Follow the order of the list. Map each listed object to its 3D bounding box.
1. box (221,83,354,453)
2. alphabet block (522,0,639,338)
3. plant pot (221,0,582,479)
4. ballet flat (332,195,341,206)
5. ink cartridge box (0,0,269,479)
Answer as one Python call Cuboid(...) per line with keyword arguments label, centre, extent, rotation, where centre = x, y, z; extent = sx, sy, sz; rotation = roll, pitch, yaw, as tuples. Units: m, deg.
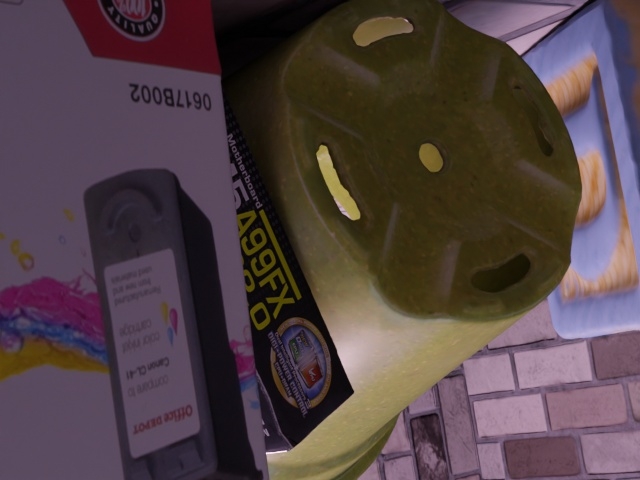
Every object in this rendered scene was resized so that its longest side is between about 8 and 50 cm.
Cuboid(label="box", centre=(-0.140, 0.011, 0.718), extent=(0.270, 0.216, 0.060), rotation=(-14, -164, 39))
Cuboid(label="alphabet block", centre=(0.250, -0.049, 0.892), extent=(0.197, 0.193, 0.192), rotation=(-8, 176, -10))
Cuboid(label="plant pot", centre=(0.000, 0.000, 0.803), extent=(0.276, 0.276, 0.254), rotation=(-6, 163, -34))
Cuboid(label="ballet flat", centre=(0.020, -0.060, 1.046), extent=(0.086, 0.086, 0.248), rotation=(-9, 176, -6))
Cuboid(label="ink cartridge box", centre=(-0.133, 0.031, 0.461), extent=(0.131, 0.306, 0.226), rotation=(-12, 174, 33))
